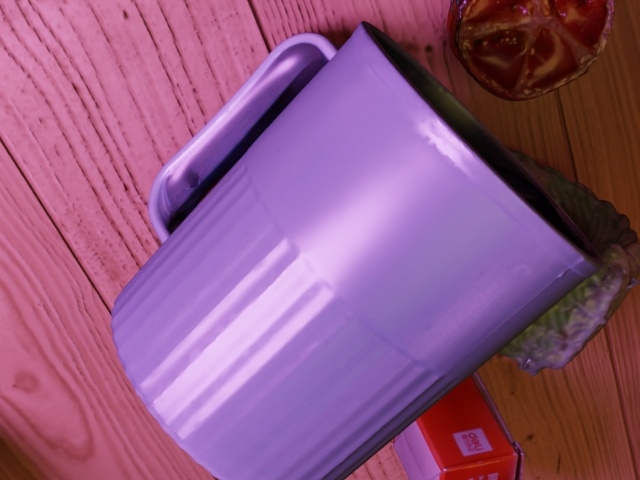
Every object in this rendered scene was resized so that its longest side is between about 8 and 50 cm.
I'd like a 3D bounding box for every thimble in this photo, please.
[{"bbox_3d":[0.198,0.018,1.012,0.219,0.219,0.150,16,116,-27],"label":"thimble"}]

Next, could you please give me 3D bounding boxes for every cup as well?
[{"bbox_3d":[-0.004,0.003,0.836,0.311,0.257,0.331,-45,81,14],"label":"cup"}]

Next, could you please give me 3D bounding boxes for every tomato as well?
[{"bbox_3d":[0.186,-0.207,0.943,0.156,0.069,0.155,-8,122,-12],"label":"tomato"}]

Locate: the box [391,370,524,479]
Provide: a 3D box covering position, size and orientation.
[{"bbox_3d":[0.151,0.232,1.174,0.099,0.182,0.133,-9,123,-11],"label":"box"}]

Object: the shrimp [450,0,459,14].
[{"bbox_3d":[0.122,-0.299,0.844,0.079,0.090,0.232,-23,124,-44],"label":"shrimp"}]
